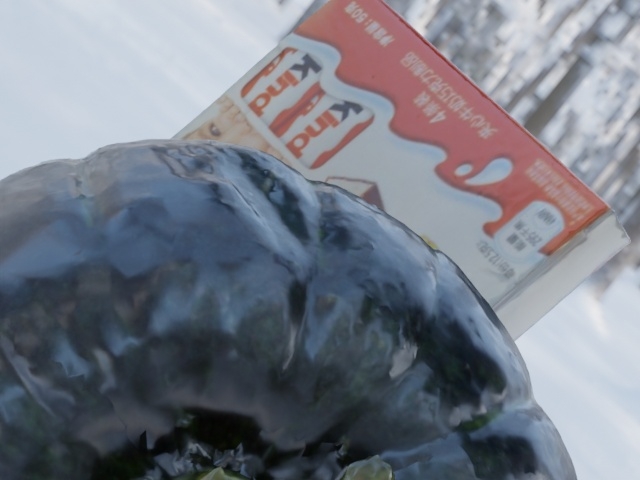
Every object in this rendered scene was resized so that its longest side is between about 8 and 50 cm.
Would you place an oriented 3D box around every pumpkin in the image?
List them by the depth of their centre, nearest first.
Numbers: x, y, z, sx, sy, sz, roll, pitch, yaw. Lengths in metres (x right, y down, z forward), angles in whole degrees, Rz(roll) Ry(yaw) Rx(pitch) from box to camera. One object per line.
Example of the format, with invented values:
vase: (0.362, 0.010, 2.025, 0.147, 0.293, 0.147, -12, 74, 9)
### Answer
pumpkin: (-0.056, 0.118, 0.670, 0.323, 0.323, 0.241, 39, -6, -2)

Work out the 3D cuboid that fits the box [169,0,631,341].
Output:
box: (0.000, 0.000, 0.993, 0.273, 0.265, 0.048, 48, -1, 40)
